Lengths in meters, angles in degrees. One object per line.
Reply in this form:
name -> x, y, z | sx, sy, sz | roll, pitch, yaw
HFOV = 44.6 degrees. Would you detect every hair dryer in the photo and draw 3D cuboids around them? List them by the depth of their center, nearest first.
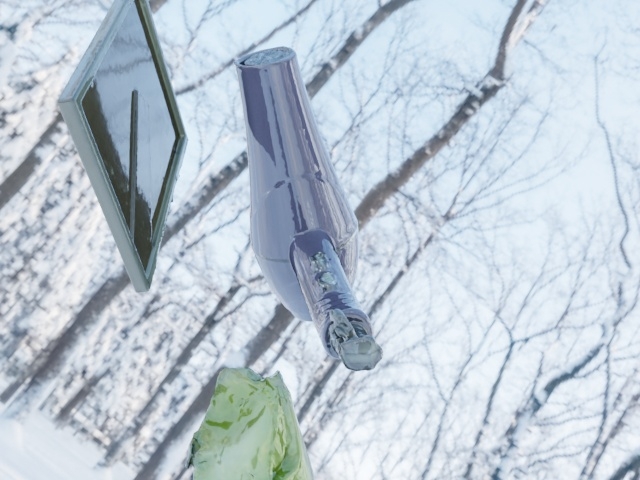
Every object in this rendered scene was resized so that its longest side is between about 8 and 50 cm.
hair dryer -> 0.000, 0.000, 0.735 | 0.361, 0.121, 0.301 | -117, -167, -60

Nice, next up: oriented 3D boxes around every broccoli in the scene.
broccoli -> -0.030, 0.267, 0.494 | 0.254, 0.186, 0.302 | 51, -15, 28

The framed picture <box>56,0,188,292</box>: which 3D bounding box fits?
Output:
framed picture -> -0.160, -0.102, 0.684 | 0.016, 0.250, 0.184 | -7, -51, 6
